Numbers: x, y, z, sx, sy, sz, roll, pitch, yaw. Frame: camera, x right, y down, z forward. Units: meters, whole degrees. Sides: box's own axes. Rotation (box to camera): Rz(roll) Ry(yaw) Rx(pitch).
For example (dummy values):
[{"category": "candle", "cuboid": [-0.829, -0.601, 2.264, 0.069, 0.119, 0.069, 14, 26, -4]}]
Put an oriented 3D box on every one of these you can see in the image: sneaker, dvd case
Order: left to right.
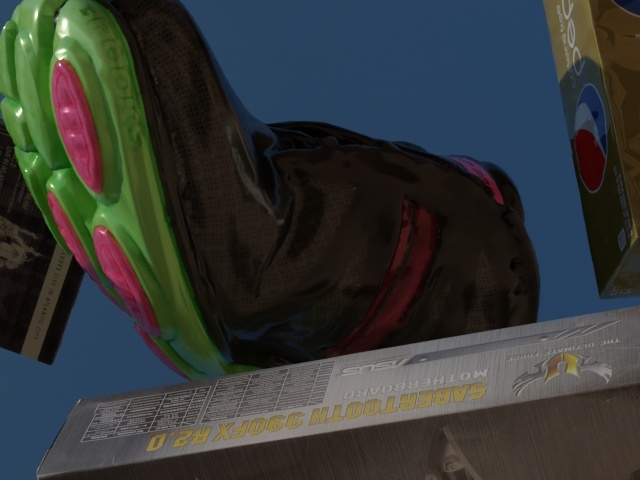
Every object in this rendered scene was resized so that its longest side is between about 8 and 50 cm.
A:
[{"category": "dvd case", "cuboid": [-0.251, -0.020, 0.942, 0.221, 0.164, 0.018, 21, -146, -6]}, {"category": "sneaker", "cuboid": [0.000, 0.000, 0.814, 0.202, 0.185, 0.483, -45, -40, -3]}]

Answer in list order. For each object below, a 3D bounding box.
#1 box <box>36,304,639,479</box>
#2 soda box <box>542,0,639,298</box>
[{"category": "box", "cuboid": [0.033, 0.131, 0.566, 0.056, 0.231, 0.183, -71, -32, -61]}, {"category": "soda box", "cuboid": [0.134, -0.070, 0.624, 0.058, 0.061, 0.181, -3, -115, -6]}]
